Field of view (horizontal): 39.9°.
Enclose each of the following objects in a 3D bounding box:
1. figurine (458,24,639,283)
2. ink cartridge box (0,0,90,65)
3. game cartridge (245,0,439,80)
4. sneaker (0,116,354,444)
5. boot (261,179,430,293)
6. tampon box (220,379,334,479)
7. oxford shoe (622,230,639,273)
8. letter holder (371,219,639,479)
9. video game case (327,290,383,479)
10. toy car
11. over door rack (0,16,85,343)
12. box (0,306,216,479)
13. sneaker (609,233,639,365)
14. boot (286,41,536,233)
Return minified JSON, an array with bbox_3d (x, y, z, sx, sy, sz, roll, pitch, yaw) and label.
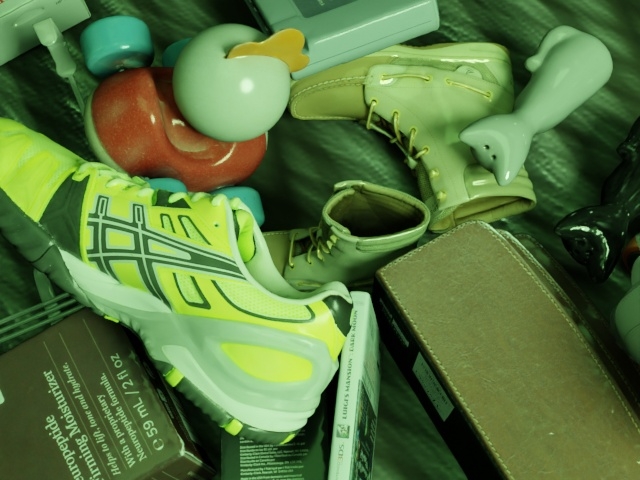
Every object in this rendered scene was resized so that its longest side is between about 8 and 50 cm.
[{"bbox_3d":[0.259,-0.089,0.898,0.215,0.092,0.209,44,59,3],"label":"figurine"},{"bbox_3d":[-0.392,-0.329,1.079,0.139,0.082,0.191,-31,72,-8],"label":"ink cartridge box"},{"bbox_3d":[0.013,-0.298,1.008,0.196,0.060,0.294,-24,45,-2],"label":"game cartridge"},{"bbox_3d":[-0.137,0.003,0.767,0.384,0.145,0.147,37,98,6],"label":"sneaker"},{"bbox_3d":[0.000,0.000,0.887,0.213,0.165,0.077,2,68,2],"label":"boot"},{"bbox_3d":[-0.037,0.181,0.845,0.101,0.120,0.161,-4,69,3],"label":"tampon box"},{"bbox_3d":[0.449,0.048,0.886,0.271,0.097,0.098,35,69,15],"label":"oxford shoe"},{"bbox_3d":[0.215,0.126,0.838,0.214,0.152,0.302,-28,70,-9],"label":"letter holder"},{"bbox_3d":[0.035,0.157,0.813,0.022,0.190,0.173,3,69,9],"label":"video game case"},{"bbox_3d":[-0.092,-0.140,0.882,0.238,0.210,0.219,-23,74,36],"label":"toy car"},{"bbox_3d":[-0.322,-0.038,0.936,0.239,0.108,0.324,-23,90,-6],"label":"over door rack"},{"bbox_3d":[-0.232,0.190,0.827,0.203,0.167,0.168,-30,71,-8],"label":"box"},{"bbox_3d":[0.382,0.150,0.787,0.137,0.366,0.210,-30,29,10],"label":"sneaker"},{"bbox_3d":[0.095,-0.107,0.964,0.261,0.095,0.204,-4,69,-4],"label":"boot"}]
